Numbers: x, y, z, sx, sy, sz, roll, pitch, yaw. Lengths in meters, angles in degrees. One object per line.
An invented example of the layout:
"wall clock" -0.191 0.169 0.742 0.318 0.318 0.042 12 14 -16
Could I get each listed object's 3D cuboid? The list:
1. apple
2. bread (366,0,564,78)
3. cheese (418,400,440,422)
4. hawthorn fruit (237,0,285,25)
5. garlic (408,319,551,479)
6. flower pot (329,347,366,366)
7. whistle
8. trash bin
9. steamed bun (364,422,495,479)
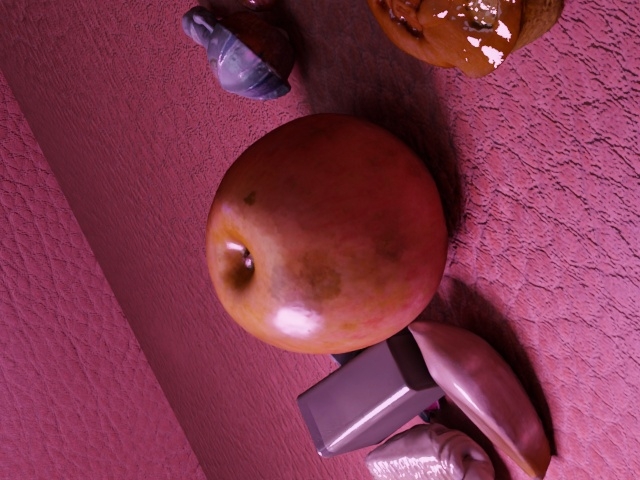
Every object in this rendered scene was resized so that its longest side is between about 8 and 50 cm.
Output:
"apple" 0.000 0.000 1.428 0.364 0.363 0.364 42 149 32
"bread" 0.145 -0.314 1.056 0.270 0.148 0.270 42 149 33
"cheese" 0.183 0.283 1.752 0.095 0.038 0.145 44 157 32
"hawthorn fruit" -0.091 -0.376 1.525 0.103 0.067 0.066 55 156 -16
"garlic" 0.258 0.241 1.487 0.318 0.112 0.143 57 169 -10
"flower pot" 0.080 0.138 1.704 0.103 0.108 0.229 50 152 20
"whistle" -0.141 -0.323 1.604 0.346 0.142 0.134 44 116 52
"trash bin" 0.100 0.250 1.620 0.240 0.164 0.122 -43 63 39
"steamed bun" 0.212 0.406 1.719 0.218 0.144 0.211 -25 107 36
